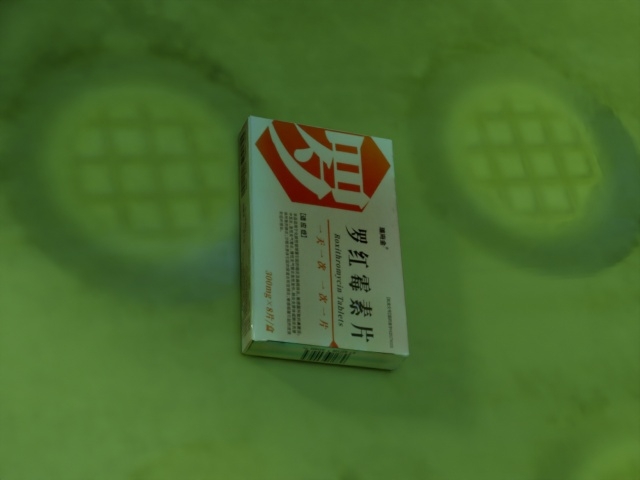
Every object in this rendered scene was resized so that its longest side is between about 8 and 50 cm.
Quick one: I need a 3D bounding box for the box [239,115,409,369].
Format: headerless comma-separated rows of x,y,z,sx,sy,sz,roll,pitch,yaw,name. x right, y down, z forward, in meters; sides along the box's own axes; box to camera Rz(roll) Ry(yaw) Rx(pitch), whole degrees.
0.000,0.000,0.526,0.058,0.015,0.093,8,59,-17,box
